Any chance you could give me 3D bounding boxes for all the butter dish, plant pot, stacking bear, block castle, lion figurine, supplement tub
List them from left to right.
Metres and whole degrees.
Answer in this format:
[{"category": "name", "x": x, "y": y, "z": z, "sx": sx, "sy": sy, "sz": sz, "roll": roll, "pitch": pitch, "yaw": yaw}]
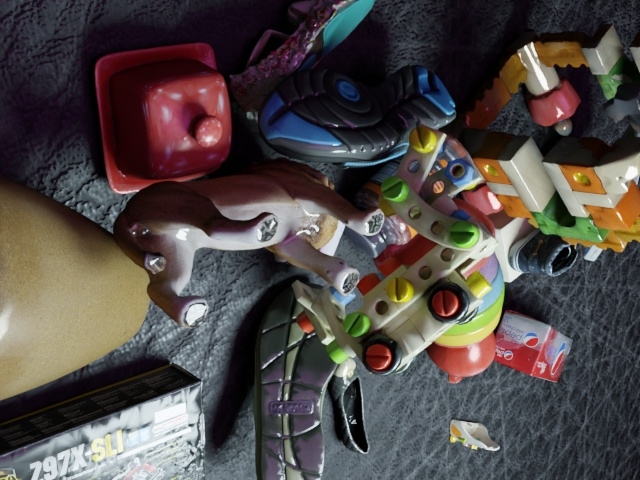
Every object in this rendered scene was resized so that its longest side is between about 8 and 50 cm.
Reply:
[{"category": "plant pot", "x": -0.297, "y": 0.049, "z": 0.850, "sx": 0.254, "sy": 0.237, "sz": 0.237, "roll": 10, "pitch": 98, "yaw": -60}, {"category": "butter dish", "x": -0.154, "y": -0.131, "z": 0.969, "sx": 0.160, "sy": 0.118, "sz": 0.160, "roll": -18, "pitch": 116, "yaw": -37}, {"category": "lion figurine", "x": -0.097, "y": -0.022, "z": 0.949, "sx": 0.392, "sy": 0.240, "sz": 0.142, "roll": 3, "pitch": 111, "yaw": -51}, {"category": "supplement tub", "x": 0.122, "y": -0.066, "z": 1.249, "sx": 0.198, "sy": 0.106, "sz": 0.106, "roll": -45, "pitch": 130, "yaw": -13}, {"category": "stacking bear", "x": 0.208, "y": 0.098, "z": 1.360, "sx": 0.175, "sy": 0.164, "sz": 0.289, "roll": -51, "pitch": 140, "yaw": -34}, {"category": "block castle", "x": 0.421, "y": -0.146, "z": 1.266, "sx": 0.303, "sy": 0.453, "sz": 0.213, "roll": -51, "pitch": 124, "yaw": -19}]

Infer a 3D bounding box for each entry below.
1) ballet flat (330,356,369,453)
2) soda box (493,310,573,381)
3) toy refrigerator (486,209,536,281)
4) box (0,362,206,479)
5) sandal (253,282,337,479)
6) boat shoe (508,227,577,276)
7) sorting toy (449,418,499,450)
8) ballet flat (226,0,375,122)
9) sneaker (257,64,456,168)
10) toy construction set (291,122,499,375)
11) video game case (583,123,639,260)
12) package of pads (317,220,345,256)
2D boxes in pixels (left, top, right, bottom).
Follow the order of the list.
[{"category": "ballet flat", "x": 0.052, "y": 0.252, "z": 1.339, "sx": 0.057, "sy": 0.049, "sz": 0.173, "roll": -29, "pitch": 122, "yaw": -34}, {"category": "soda box", "x": 0.377, "y": 0.192, "z": 1.544, "sx": 0.263, "sy": 0.083, "sz": 0.092, "roll": 26, "pitch": 86, "yaw": -63}, {"category": "toy refrigerator", "x": 0.362, "y": -0.043, "z": 1.498, "sx": 0.269, "sy": 0.094, "sz": 0.102, "roll": -34, "pitch": 121, "yaw": -32}, {"category": "box", "x": -0.286, "y": 0.316, "z": 1.031, "sx": 0.322, "sy": 0.079, "sz": 0.257, "roll": -16, "pitch": 113, "yaw": -38}, {"category": "sandal", "x": -0.045, "y": 0.207, "z": 1.204, "sx": 0.120, "sy": 0.086, "sz": 0.303, "roll": 11, "pitch": 82, "yaw": -15}, {"category": "boat shoe", "x": 0.392, "y": -0.001, "z": 1.412, "sx": 0.183, "sy": 0.083, "sz": 0.065, "roll": -40, "pitch": 124, "yaw": -28}, {"category": "sorting toy", "x": 0.282, "y": 0.359, "z": 1.572, "sx": 0.083, "sy": 0.075, "sz": 0.045, "roll": 19, "pitch": 91, "yaw": -44}, {"category": "ballet flat", "x": -0.027, "y": -0.248, "z": 1.075, "sx": 0.241, "sy": 0.077, "sz": 0.091, "roll": -50, "pitch": 172, "yaw": -19}, {"category": "sneaker", "x": 0.039, "y": -0.134, "z": 1.101, "sx": 0.341, "sy": 0.125, "sz": 0.139, "roll": -13, "pitch": 158, "yaw": -48}, {"category": "toy construction set", "x": 0.085, "y": 0.038, "z": 1.070, "sx": 0.328, "sy": 0.215, "sz": 0.151, "roll": -46, "pitch": 159, "yaw": 28}, {"category": "video game case", "x": 0.496, "y": -0.096, "z": 1.449, "sx": 0.193, "sy": 0.023, "sz": 0.212, "roll": 91, "pitch": 19, "yaw": -65}, {"category": "package of pads", "x": 0.000, "y": 0.000, "z": 1.203, "sx": 0.032, "sy": 0.050, "sz": 0.083, "roll": 23, "pitch": 89, "yaw": -44}]
